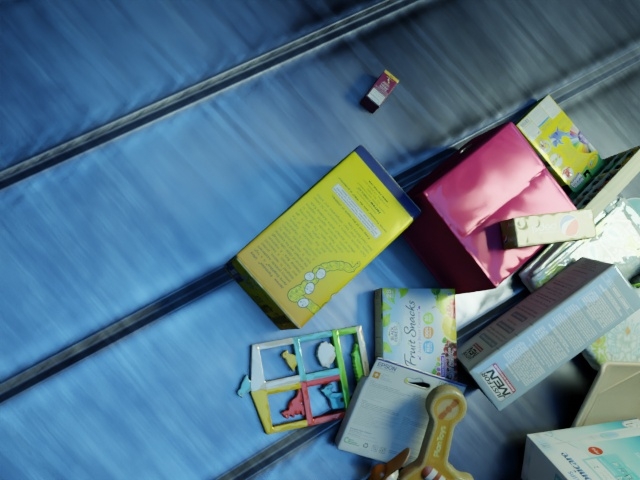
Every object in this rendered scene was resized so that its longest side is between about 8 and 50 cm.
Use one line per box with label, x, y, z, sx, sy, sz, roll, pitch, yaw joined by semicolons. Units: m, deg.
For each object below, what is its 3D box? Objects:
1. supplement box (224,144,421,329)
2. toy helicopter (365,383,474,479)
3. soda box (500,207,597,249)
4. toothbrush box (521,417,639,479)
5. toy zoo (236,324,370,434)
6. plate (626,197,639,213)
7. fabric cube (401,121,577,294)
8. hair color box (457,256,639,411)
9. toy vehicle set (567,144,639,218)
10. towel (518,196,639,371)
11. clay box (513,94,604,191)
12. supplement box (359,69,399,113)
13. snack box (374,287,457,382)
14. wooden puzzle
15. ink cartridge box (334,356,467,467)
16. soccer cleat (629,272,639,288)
supplement box;0.000;0.000;1.561;0.356;0.194;0.195;-42;94;-15
toy helicopter;0.213;0.466;1.543;0.235;0.140;0.355;11;99;-2
soda box;0.457;-0.023;1.491;0.181;0.058;0.061;-6;85;-16
toothbrush box;0.626;0.514;1.624;0.296;0.216;0.126;-4;110;-14
toy zoo;-0.036;0.300;1.594;0.293;0.030;0.192;-9;85;-15
plate;0.789;-0.013;1.853;0.188;0.024;0.188;2;82;-15
fabric cube;0.343;-0.062;1.628;0.258;0.254;0.259;-38;93;-14
hair color box;0.482;0.194;1.610;0.374;0.185;0.113;-36;93;1
toy vehicle set;0.651;-0.116;1.758;0.267;0.166;0.035;-43;94;-16
towel;0.697;0.116;1.767;0.320;0.090;0.374;-41;93;-6
clay box;0.577;-0.230;1.814;0.127;0.053;0.222;-42;95;-16
supplement box;0.136;-0.344;1.715;0.043;0.055;0.083;38;76;-7
snack box;0.210;0.210;1.649;0.175;0.070;0.207;3;80;-12
wooden puzzle;0.706;0.359;1.716;0.239;0.044;0.221;1;124;-16
ink cartridge box;0.171;0.369;1.587;0.223;0.045;0.224;20;100;-14
soccer cleat;0.780;0.056;1.711;0.179;0.060;0.072;-21;81;-14
